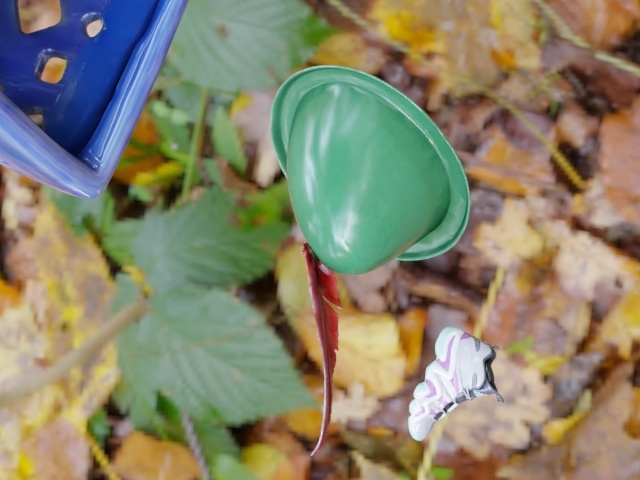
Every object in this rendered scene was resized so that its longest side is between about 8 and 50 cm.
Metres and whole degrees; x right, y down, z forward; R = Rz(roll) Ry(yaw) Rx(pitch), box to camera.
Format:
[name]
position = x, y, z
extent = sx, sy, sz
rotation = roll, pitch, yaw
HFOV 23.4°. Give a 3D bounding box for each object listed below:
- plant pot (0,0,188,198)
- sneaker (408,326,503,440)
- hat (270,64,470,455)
[plant pot]
position = -0.221, -0.189, 0.917
extent = 0.212, 0.236, 0.236
rotation = 15, 76, 24
[sneaker]
position = 0.115, 0.125, 1.255
extent = 0.069, 0.038, 0.098
rotation = 21, 91, 24
[hat]
position = 0.000, 0.000, 1.146
extent = 0.208, 0.183, 0.173
rotation = 42, 142, 1
